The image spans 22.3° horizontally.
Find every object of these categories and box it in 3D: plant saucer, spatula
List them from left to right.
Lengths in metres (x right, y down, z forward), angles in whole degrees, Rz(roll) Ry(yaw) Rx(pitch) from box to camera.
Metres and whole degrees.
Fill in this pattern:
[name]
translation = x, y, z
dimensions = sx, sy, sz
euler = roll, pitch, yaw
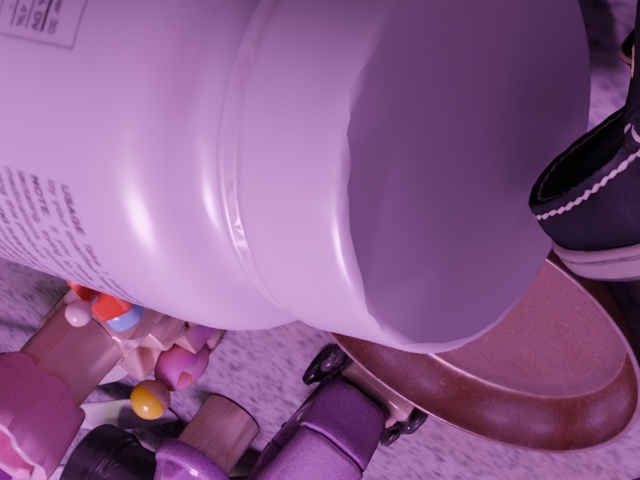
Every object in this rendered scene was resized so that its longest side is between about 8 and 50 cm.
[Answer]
[spatula]
translation = -0.203, 0.139, 1.191
dimensions = 0.242, 0.019, 0.168
euler = -10, 135, 30
[plant saucer]
translation = 0.067, 0.031, 0.715
dimensions = 0.168, 0.029, 0.168
euler = 23, 147, 16

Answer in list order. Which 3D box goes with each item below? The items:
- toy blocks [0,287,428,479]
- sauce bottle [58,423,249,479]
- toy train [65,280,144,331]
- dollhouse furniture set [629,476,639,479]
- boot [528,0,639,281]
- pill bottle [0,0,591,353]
[toy blocks]
translation = -0.167, 0.120, 0.913
dimensions = 0.309, 0.260, 0.288
euler = 39, 154, -4
[sauce bottle]
translation = -0.019, 0.229, 1.081
dimensions = 0.344, 0.111, 0.111
euler = 26, 153, 21
[toy train]
translation = -0.119, -0.044, 0.762
dimensions = 0.046, 0.125, 0.166
euler = -23, 120, 20
[dollhouse furniture set]
translation = 0.261, 0.170, 0.682
dimensions = 0.303, 0.198, 0.286
euler = -126, 26, -55
[boot]
translation = 0.089, -0.093, 0.426
dimensions = 0.178, 0.085, 0.236
euler = 42, 148, -7
[pill bottle]
translation = -0.059, -0.059, 0.582
dimensions = 0.283, 0.160, 0.160
euler = 17, 148, 38
